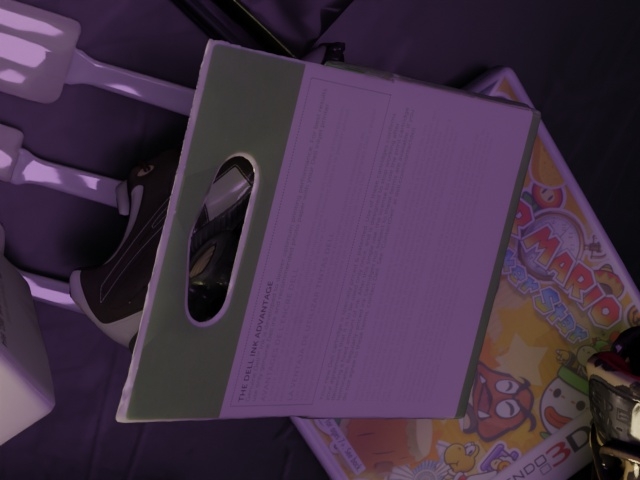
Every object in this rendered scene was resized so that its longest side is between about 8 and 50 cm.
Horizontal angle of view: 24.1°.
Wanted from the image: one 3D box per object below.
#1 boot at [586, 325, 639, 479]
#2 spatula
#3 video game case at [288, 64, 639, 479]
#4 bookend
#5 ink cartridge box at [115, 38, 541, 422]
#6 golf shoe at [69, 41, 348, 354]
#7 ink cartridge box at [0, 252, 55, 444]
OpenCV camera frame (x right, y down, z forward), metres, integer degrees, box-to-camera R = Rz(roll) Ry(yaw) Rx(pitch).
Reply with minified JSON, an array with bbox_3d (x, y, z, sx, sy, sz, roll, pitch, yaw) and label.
[{"bbox_3d":[0.149,0.196,0.810,0.378,0.138,0.284,0,107,-17],"label":"boot"},{"bbox_3d":[-0.117,-0.024,0.795,0.242,0.019,0.168,17,94,-19],"label":"spatula"},{"bbox_3d":[0.075,0.052,0.839,0.206,0.026,0.227,-35,107,-7],"label":"video game case"},{"bbox_3d":[0.007,-0.157,0.729,0.072,0.156,0.157,42,89,-16],"label":"bookend"},{"bbox_3d":[0.000,0.000,0.712,0.235,0.056,0.171,7,100,-45],"label":"ink cartridge box"},{"bbox_3d":[-0.054,-0.032,0.761,0.094,0.077,0.198,23,65,17],"label":"golf shoe"},{"bbox_3d":[-0.276,0.016,0.655,0.198,0.114,0.273,-34,126,3],"label":"ink cartridge box"}]
